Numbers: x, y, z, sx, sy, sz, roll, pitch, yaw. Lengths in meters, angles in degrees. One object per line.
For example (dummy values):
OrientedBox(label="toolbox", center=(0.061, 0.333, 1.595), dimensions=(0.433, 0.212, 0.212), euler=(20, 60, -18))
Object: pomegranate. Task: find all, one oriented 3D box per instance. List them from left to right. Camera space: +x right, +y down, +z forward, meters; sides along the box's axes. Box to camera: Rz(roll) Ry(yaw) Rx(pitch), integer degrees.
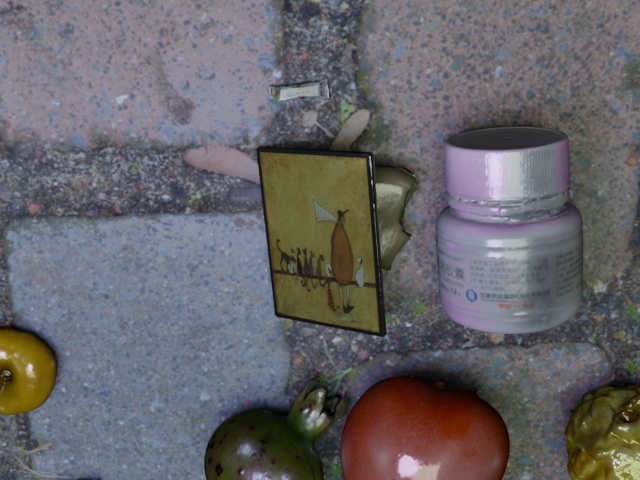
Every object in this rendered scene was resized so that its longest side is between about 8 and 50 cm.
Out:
OrientedBox(label="pomegranate", center=(-0.096, 0.405, 1.765), dimensions=(0.242, 0.242, 0.306), euler=(21, 69, -7))

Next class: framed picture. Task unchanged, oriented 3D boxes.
OrientedBox(label="framed picture", center=(0.000, 0.000, 1.654), dimensions=(0.255, 0.014, 0.338), euler=(8, 111, 35))

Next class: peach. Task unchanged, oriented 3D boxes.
OrientedBox(label="peach", center=(-0.599, 0.254, 1.755), dimensions=(0.179, 0.103, 0.179), euler=(0, 110, 1))

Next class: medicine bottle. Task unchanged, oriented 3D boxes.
OrientedBox(label="medicine bottle", center=(0.329, -0.023, 1.600), dimensions=(0.256, 0.256, 0.324), euler=(-6, 108, 1))

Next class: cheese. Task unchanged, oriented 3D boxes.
OrientedBox(label="cheese", center=(0.098, -0.050, 1.676), dimensions=(0.175, 0.091, 0.202), euler=(29, 105, -11))

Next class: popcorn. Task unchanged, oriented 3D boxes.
OrientedBox(label="popcorn", center=(0.569, 0.383, 1.747), dimensions=(0.192, 0.233, 0.266), euler=(23, 131, -2))

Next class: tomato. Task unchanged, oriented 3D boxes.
OrientedBox(label="tomato", center=(0.188, 0.413, 1.703), dimensions=(0.322, 0.321, 0.321), euler=(0, 107, -1))

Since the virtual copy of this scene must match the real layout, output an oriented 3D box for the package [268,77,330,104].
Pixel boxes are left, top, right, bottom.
OrientedBox(label="package", center=(-0.038, -0.268, 1.646), dimensions=(0.110, 0.015, 0.037), euler=(-7, 102, 0))
